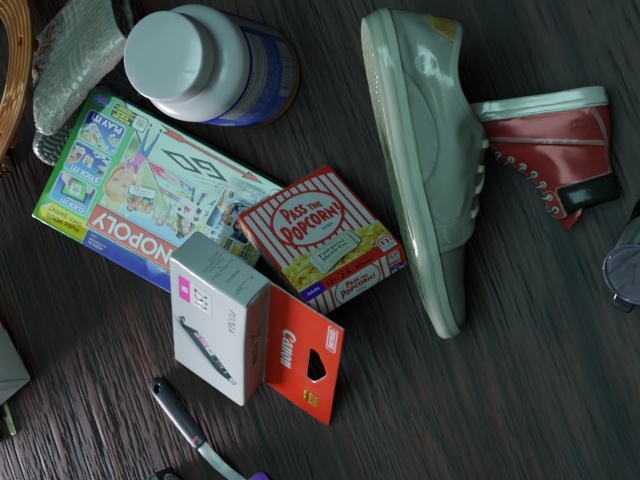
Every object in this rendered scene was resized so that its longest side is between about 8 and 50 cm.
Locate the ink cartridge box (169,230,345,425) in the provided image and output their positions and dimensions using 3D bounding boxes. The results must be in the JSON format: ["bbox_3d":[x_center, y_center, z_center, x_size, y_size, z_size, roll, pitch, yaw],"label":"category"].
[{"bbox_3d":[-0.090,0.140,1.723,0.239,0.275,0.060,34,60,18],"label":"ink cartridge box"}]

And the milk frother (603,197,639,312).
[{"bbox_3d":[0.428,0.031,1.561,0.143,0.135,0.129,13,128,24],"label":"milk frother"}]

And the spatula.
[{"bbox_3d":[-0.152,0.311,1.861,0.084,0.030,0.296,-46,75,16],"label":"spatula"}]

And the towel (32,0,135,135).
[{"bbox_3d":[-0.338,-0.272,1.818,0.049,0.282,0.187,34,109,-29],"label":"towel"}]

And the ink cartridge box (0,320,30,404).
[{"bbox_3d":[-0.616,0.209,1.987,0.283,0.117,0.207,-39,71,19],"label":"ink cartridge box"}]

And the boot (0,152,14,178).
[{"bbox_3d":[-0.551,-0.115,1.997,0.158,0.059,0.084,-27,75,15],"label":"boot"}]

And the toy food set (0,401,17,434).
[{"bbox_3d":[-0.535,0.296,2.019,0.122,0.019,0.078,-22,84,21],"label":"toy food set"}]

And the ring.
[{"bbox_3d":[-0.503,-0.229,1.911,0.337,0.032,0.336,-15,69,45],"label":"ring"}]

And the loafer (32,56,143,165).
[{"bbox_3d":[-0.328,-0.221,1.876,0.251,0.094,0.087,-42,36,4],"label":"loafer"}]

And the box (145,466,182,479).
[{"bbox_3d":[-0.254,0.499,1.892,0.270,0.060,0.216,-43,77,18],"label":"box"}]

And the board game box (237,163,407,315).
[{"bbox_3d":[0.000,0.000,1.705,0.147,0.045,0.193,-31,49,-12],"label":"board game box"}]

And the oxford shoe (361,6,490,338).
[{"bbox_3d":[0.149,-0.078,1.604,0.130,0.169,0.449,-13,115,-4],"label":"oxford shoe"}]

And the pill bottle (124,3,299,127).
[{"bbox_3d":[-0.145,-0.229,1.709,0.152,0.272,0.152,1,92,22],"label":"pill bottle"}]

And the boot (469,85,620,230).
[{"bbox_3d":[0.254,-0.095,1.657,0.244,0.088,0.176,-6,92,19],"label":"boot"}]

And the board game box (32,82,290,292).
[{"bbox_3d":[-0.221,-0.053,1.824,0.317,0.046,0.213,28,102,2],"label":"board game box"}]
